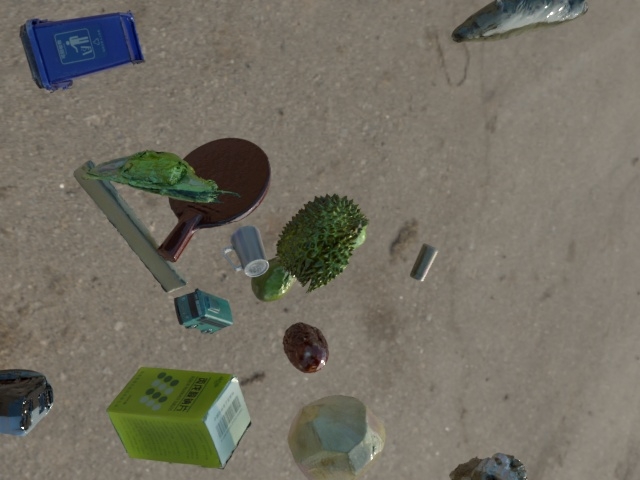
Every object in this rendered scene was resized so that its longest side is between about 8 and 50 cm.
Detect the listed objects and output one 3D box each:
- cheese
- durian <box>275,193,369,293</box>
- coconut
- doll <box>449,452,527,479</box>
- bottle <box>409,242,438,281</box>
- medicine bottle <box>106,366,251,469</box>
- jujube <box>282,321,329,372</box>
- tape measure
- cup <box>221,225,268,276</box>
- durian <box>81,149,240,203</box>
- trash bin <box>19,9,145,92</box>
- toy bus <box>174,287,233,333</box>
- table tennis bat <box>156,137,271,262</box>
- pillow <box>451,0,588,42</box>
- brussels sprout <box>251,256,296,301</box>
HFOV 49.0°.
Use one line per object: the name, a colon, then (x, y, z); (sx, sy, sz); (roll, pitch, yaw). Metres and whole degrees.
cheese: (-0.484, -0.030, 1.802); (0.400, 0.085, 0.034); (53, 39, -15)
durian: (0.001, -0.003, 1.642); (0.237, 0.177, 0.200); (-55, 176, -25)
coconut: (0.035, 0.458, 1.635); (0.237, 0.237, 0.197); (63, 32, -35)
doll: (0.294, 0.453, 1.296); (0.105, 0.221, 0.115); (-26, 85, -31)
bottle: (0.268, 0.058, 1.831); (0.045, 0.045, 0.096); (19, 98, -47)
medicine bottle: (-0.286, 0.357, 1.434); (0.137, 0.250, 0.141); (-54, 136, -53)
jujube: (-0.035, 0.268, 1.762); (0.112, 0.176, 0.109); (-4, 101, -9)
tape measure: (-0.641, 0.326, 1.421); (0.181, 0.182, 0.107); (-40, 131, -81)
cup: (-0.183, 0.031, 1.694); (0.104, 0.116, 0.074); (-19, 141, -5)
durian: (-0.371, -0.153, 1.622); (0.132, 0.375, 0.106); (-65, 164, -87)
trash bin: (-0.534, -0.439, 1.600); (0.184, 0.235, 0.162); (-87, 165, -74)
toy bus: (-0.294, 0.180, 1.778); (0.160, 0.092, 0.079); (36, 34, -63)
table tennis bat: (-0.293, -0.116, 1.848); (0.414, 0.268, 0.051); (-60, 160, -28)
pillow: (0.318, -0.352, 1.079); (0.241, 0.093, 0.051); (-14, 72, -12)
brussels sprout: (-0.140, 0.113, 2.078); (0.117, 0.155, 0.155); (37, 67, 2)
